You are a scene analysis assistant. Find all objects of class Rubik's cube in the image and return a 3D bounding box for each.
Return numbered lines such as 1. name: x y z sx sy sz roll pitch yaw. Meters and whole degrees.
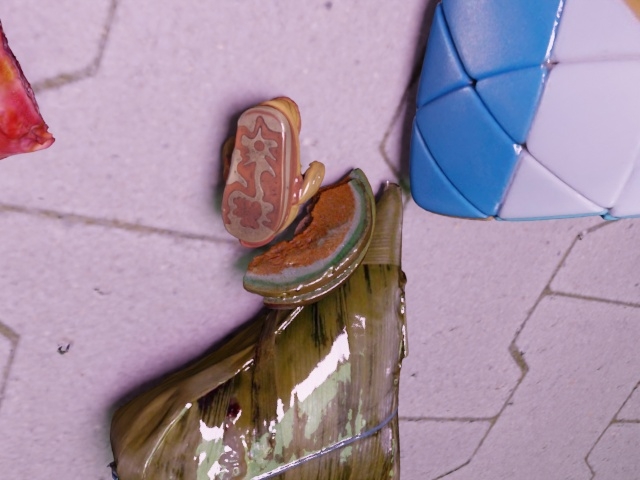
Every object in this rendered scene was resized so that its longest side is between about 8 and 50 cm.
1. Rubik's cube: 0.174 -0.074 0.513 0.254 0.254 0.255 -14 127 -20

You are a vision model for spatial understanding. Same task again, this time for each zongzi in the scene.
1. zongzi: -0.047 0.089 0.579 0.250 0.125 0.275 -4 107 -23

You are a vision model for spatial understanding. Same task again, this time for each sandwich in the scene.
1. sandwich: 0.002 -0.001 0.551 0.135 0.067 0.029 -54 164 -16

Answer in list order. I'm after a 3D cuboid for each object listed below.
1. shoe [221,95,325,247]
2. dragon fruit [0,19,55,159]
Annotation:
1. shoe: -0.033 -0.049 0.512 0.072 0.069 0.109 -2 117 17
2. dragon fruit: -0.252 -0.107 0.316 0.211 0.134 0.262 -24 129 -8
